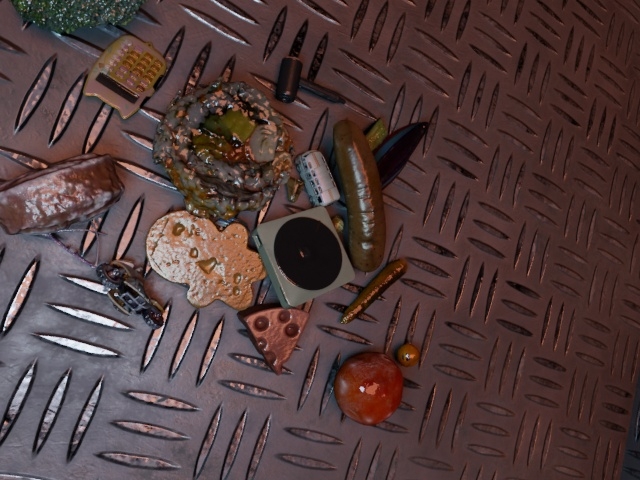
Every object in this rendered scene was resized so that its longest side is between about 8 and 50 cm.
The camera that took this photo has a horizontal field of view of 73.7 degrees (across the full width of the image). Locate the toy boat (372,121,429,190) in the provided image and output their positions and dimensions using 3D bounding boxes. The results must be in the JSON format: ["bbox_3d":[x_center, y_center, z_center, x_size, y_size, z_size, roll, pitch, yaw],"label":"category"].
[{"bbox_3d":[0.259,-0.300,1.515,0.392,0.079,0.136,-47,107,-16],"label":"toy boat"}]

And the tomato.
[{"bbox_3d":[0.158,0.475,1.363,0.232,0.189,0.231,1,89,-22],"label":"tomato"}]

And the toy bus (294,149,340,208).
[{"bbox_3d":[-0.008,-0.200,1.374,0.087,0.089,0.193,-25,97,-24],"label":"toy bus"}]

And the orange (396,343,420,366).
[{"bbox_3d":[0.306,0.402,1.494,0.084,0.083,0.083,1,87,-25],"label":"orange"}]

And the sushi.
[{"bbox_3d":[-0.263,-0.264,1.201,0.418,0.176,0.417,6,76,-22],"label":"sushi"}]

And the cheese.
[{"bbox_3d":[-0.163,0.262,1.267,0.177,0.128,0.202,32,79,-18],"label":"cheese"}]

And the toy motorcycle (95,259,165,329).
[{"bbox_3d":[-0.491,0.133,1.131,0.094,0.130,0.229,-35,116,1],"label":"toy motorcycle"}]

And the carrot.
[{"bbox_3d":[0.178,0.175,1.461,0.314,0.066,0.066,-41,104,-17],"label":"carrot"}]

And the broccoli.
[{"bbox_3d":[-0.586,-0.657,1.075,0.375,0.302,0.249,-36,127,6],"label":"broccoli"}]

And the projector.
[{"bbox_3d":[-0.049,0.047,1.291,0.259,0.079,0.257,-20,84,-34],"label":"projector"}]

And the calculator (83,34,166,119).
[{"bbox_3d":[-0.532,-0.455,1.180,0.157,0.033,0.236,33,73,-19],"label":"calculator"}]

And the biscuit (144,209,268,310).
[{"bbox_3d":[-0.325,0.055,1.229,0.355,0.052,0.275,28,85,-17],"label":"biscuit"}]

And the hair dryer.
[{"bbox_3d":[-0.023,-0.486,1.400,0.256,0.070,0.128,16,81,-28],"label":"hair dryer"}]

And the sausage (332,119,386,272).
[{"bbox_3d":[0.133,-0.137,1.376,0.123,0.136,0.500,-34,118,-60],"label":"sausage"}]

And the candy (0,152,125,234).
[{"bbox_3d":[-0.622,-0.105,1.021,0.290,0.214,0.157,-29,105,-22],"label":"candy"}]

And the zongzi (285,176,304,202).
[{"bbox_3d":[-0.102,-0.168,1.360,0.083,0.040,0.076,25,84,-9],"label":"zongzi"}]

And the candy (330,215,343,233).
[{"bbox_3d":[0.000,0.000,1.396,0.202,0.061,0.061,-47,106,-11],"label":"candy"}]

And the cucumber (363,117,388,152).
[{"bbox_3d":[0.150,-0.333,1.475,0.211,0.062,0.078,-50,119,-24],"label":"cucumber"}]

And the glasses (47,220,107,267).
[{"bbox_3d":[-0.610,-0.007,1.105,0.140,0.062,0.103,44,70,-17],"label":"glasses"}]

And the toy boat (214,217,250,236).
[{"bbox_3d":[-0.284,-0.010,1.278,0.149,0.034,0.105,-46,108,-5],"label":"toy boat"}]
